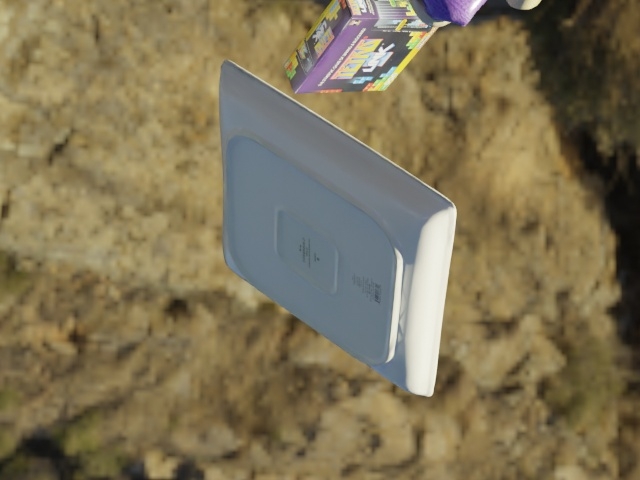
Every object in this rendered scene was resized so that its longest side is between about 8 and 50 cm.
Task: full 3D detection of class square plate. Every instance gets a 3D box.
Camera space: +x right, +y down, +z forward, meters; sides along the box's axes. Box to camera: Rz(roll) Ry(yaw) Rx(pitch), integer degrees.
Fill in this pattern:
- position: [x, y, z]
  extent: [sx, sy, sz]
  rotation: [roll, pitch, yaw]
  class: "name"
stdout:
- position: [0.000, 0.000, 1.883]
  extent: [0.344, 0.049, 0.347]
  rotation: [34, 146, 26]
  class: "square plate"

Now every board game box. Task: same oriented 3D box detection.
- position: [0.054, -0.247, 2.004]
  extent: [0.141, 0.048, 0.170]
  rotation: [-7, 156, -31]
  class: "board game box"

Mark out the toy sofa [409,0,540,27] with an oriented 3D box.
- position: [0.061, -0.332, 1.073]
  extent: [0.177, 0.362, 0.150]
  rotation: [-33, 169, -19]
  class: "toy sofa"
